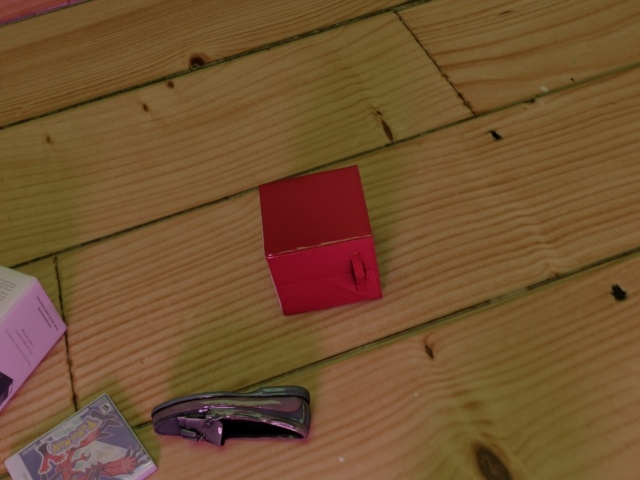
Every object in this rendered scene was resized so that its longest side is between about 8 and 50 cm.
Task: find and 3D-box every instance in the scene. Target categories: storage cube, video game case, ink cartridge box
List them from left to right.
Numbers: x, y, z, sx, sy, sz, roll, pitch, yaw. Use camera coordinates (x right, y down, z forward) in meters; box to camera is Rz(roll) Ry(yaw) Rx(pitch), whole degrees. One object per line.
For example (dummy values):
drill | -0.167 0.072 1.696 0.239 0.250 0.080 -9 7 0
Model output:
ink cartridge box | -0.706 0.221 1.412 0.286 0.166 0.395 15 52 23
video game case | -0.403 0.375 1.318 0.201 0.023 0.183 -34 52 -19
storage cube | 0.000 0.000 1.472 0.193 0.183 0.215 -11 49 2

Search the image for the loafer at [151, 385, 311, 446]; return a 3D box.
loafer | -0.148 0.298 1.298 0.268 0.096 0.084 -8 54 0
